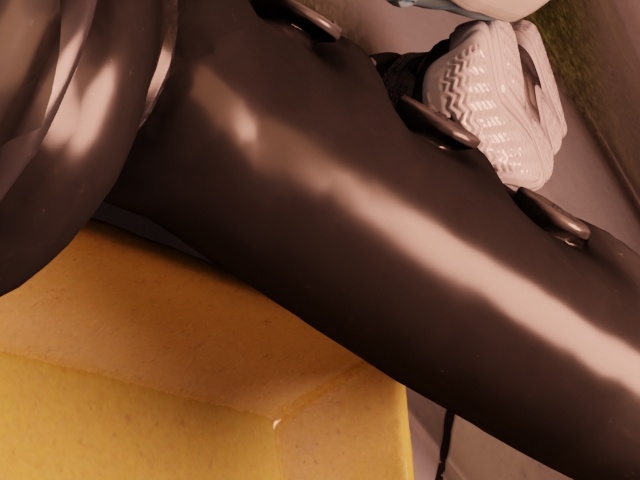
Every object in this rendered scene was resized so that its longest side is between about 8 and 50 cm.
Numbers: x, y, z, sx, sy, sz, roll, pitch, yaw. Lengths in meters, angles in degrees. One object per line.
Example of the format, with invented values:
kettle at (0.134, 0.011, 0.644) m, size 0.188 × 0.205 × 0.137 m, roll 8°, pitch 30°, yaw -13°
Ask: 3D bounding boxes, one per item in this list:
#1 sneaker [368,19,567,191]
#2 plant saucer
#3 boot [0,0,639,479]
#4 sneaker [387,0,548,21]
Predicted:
sneaker at (0.057, -0.067, 0.930) m, size 0.268 × 0.153 × 0.101 m, roll -34°, pitch 108°, yaw -72°
plant saucer at (-0.061, 0.177, 0.691) m, size 0.333 × 0.081 × 0.332 m, roll 25°, pitch 56°, yaw -56°
boot at (0.000, -0.001, 0.591) m, size 0.445 × 0.146 × 0.367 m, roll 37°, pitch 11°, yaw -33°
sneaker at (-0.044, -0.178, 0.772) m, size 0.366 × 0.150 × 0.135 m, roll 20°, pitch 48°, yaw -34°
